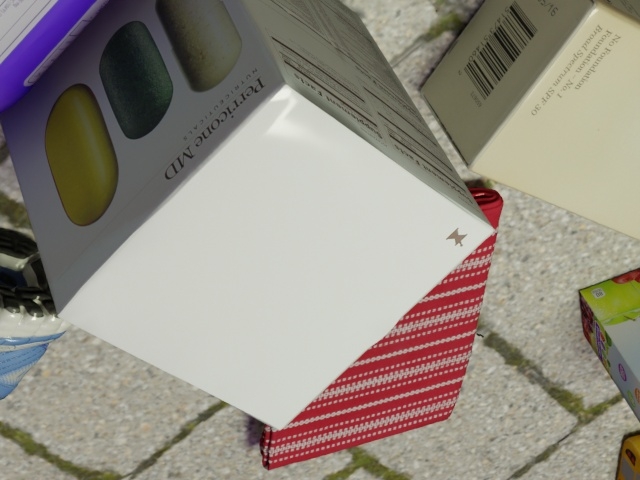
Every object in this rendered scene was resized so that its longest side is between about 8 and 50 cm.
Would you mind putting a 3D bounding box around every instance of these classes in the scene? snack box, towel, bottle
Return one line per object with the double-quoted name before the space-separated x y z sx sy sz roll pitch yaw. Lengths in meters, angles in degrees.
"snack box" 0.347 0.100 1.376 0.174 0.207 0.070 -21 134 -6
"towel" 0.046 0.076 1.339 0.199 0.031 0.275 -13 136 -21
"bottle" -0.207 -0.142 1.000 0.092 0.118 0.283 38 109 -24

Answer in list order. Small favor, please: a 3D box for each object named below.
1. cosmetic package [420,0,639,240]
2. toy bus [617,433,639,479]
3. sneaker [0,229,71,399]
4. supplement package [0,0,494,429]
"cosmetic package" 0.251 -0.096 1.235 0.309 0.113 0.160 19 119 -33
"toy bus" 0.474 0.235 1.613 0.333 0.108 0.130 -12 129 -13
"sneaker" -0.340 0.061 1.112 0.330 0.130 0.147 14 120 -31
"supplement package" -0.062 -0.060 1.030 0.199 0.262 0.198 -44 131 16
